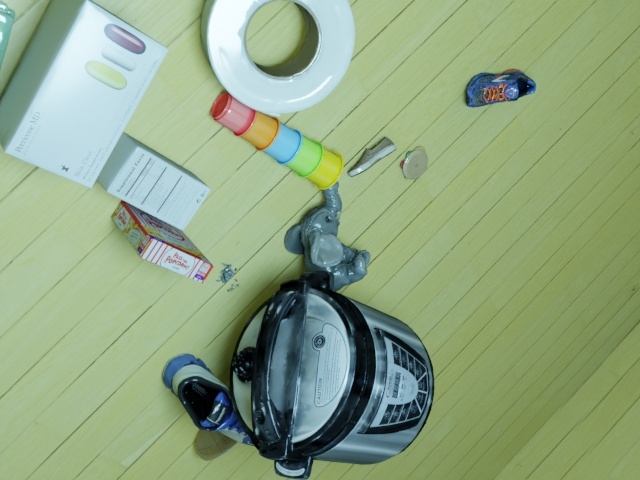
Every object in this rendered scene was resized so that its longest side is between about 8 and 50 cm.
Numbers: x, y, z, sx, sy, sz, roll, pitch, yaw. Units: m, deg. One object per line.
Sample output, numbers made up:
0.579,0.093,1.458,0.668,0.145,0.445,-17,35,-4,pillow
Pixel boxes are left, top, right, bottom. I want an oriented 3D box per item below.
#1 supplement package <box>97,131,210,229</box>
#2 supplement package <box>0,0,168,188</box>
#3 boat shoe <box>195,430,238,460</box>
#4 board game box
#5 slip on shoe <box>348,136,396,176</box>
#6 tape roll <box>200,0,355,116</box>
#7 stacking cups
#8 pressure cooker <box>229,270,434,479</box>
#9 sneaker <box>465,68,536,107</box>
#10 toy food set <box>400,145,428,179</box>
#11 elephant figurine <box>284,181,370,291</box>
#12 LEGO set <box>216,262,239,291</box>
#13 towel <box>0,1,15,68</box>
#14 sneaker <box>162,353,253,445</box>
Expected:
-0.327,-0.115,1.244,0.179,0.105,0.105,32,95,-41,supplement package
-0.403,-0.256,1.049,0.145,0.204,0.261,25,100,-40,supplement package
-0.202,0.460,1.655,0.277,0.098,0.096,-44,157,-1,boat shoe
-0.314,0.002,1.259,0.147,0.193,0.045,30,96,-42,board game box
0.120,-0.202,1.548,0.135,0.051,0.041,-34,90,-4,slip on shoe
-0.082,-0.390,1.221,0.286,0.100,0.286,-8,119,-15,tape roll
-0.084,-0.214,1.362,0.316,0.096,0.096,28,97,-41,stacking cups
0.007,0.301,1.404,0.375,0.370,0.420,-48,138,13,pressure cooker
0.465,-0.391,1.646,0.221,0.087,0.083,-23,125,-23,sneaker
0.242,-0.196,1.645,0.083,0.020,0.083,-29,128,-18,toy food set
0.000,0.000,1.523,0.170,0.186,0.239,-18,124,28,elephant figurine
-0.210,0.088,1.489,0.054,0.023,0.083,-45,131,-6,LEGO set
-0.662,-0.297,0.962,0.325,0.038,0.247,14,106,-40,towel
-0.225,0.400,1.482,0.315,0.182,0.127,39,85,-19,sneaker
